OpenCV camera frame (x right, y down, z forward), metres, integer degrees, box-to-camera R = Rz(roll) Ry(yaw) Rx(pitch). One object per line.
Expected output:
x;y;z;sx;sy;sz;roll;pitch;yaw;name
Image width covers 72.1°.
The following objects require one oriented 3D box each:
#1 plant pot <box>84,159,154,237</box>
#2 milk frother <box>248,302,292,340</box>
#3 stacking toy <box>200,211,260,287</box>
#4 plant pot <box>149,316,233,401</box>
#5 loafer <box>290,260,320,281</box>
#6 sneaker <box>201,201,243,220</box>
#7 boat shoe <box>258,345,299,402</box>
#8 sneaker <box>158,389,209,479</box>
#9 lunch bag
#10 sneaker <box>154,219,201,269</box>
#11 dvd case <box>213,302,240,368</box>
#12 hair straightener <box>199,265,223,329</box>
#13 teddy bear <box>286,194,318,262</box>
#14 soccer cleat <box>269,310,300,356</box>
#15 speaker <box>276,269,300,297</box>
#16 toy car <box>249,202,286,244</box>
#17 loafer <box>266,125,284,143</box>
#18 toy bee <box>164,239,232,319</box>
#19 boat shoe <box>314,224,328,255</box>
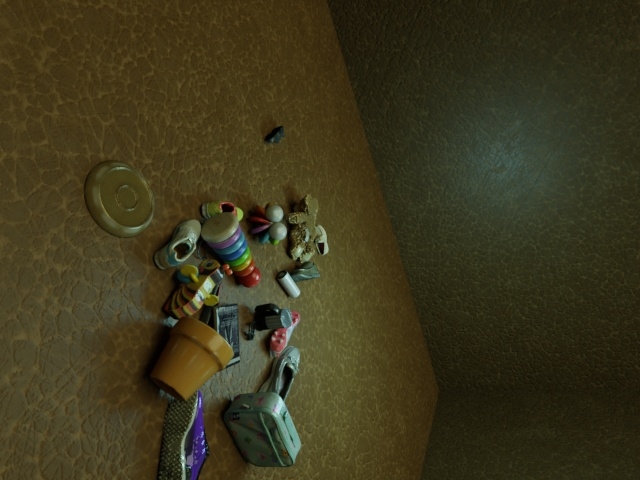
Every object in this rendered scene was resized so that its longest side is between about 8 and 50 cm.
-0.583;-0.126;1.309;0.236;0.032;0.236;30;55;-56;plant pot
-0.206;0.334;1.749;0.129;0.135;0.143;47;41;-45;milk frother
-0.317;0.054;1.652;0.330;0.141;0.141;69;27;-42;stacking toy
-0.399;0.366;1.323;0.188;0.205;0.205;-55;130;-35;plant pot
-0.080;0.148;2.124;0.251;0.094;0.087;7;68;-71;loafer
-0.352;-0.106;1.678;0.208;0.094;0.081;0;78;-64;sneaker
-0.148;0.562;1.809;0.118;0.103;0.320;68;29;-20;boat shoe
-0.396;0.605;1.337;0.146;0.102;0.293;41;50;-57;sneaker
-0.198;0.665;1.545;0.108;0.224;0.279;-52;126;-56;lunch bag
-0.447;0.008;1.453;0.087;0.092;0.229;60;31;-29;sneaker
-0.335;0.341;1.575;0.164;0.018;0.221;15;71;-74;dvd case
-0.385;0.192;1.548;0.089;0.047;0.230;43;50;-48;hair straightener
-0.093;-0.056;2.170;0.245;0.113;0.338;-3;90;-56;teddy bear
-0.156;0.397;1.905;0.248;0.083;0.095;-58;160;-60;soccer cleat
-0.145;0.201;2.004;0.136;0.055;0.055;59;33;-34;speaker
-0.234;-0.066;1.865;0.136;0.159;0.182;-12;92;-28;toy car
-0.212;-0.501;2.134;0.170;0.062;0.061;-59;136;-51;loafer
-0.384;0.118;1.443;0.195;0.162;0.298;48;44;-60;toy bee
0.000;0.000;2.349;0.059;0.063;0.170;-50;125;-64;boat shoe
